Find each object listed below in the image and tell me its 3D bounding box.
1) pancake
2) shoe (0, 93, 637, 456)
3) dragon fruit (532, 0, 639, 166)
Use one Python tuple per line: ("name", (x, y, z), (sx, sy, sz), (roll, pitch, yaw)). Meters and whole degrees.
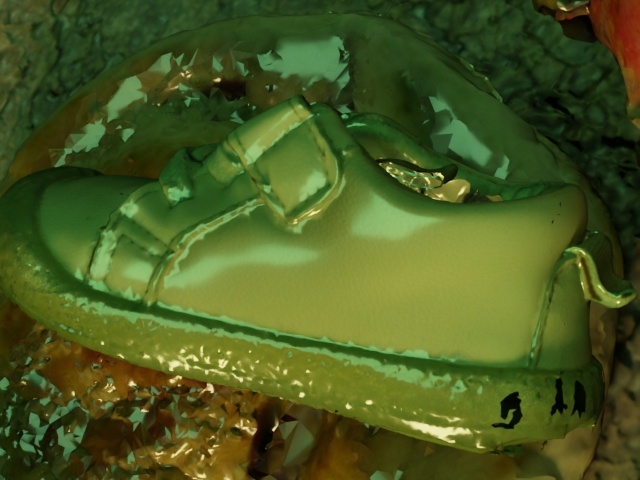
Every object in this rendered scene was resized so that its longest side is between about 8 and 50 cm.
("pancake", (-0.043, 0.064, 0.756), (0.387, 0.082, 0.387), (-7, 73, 24))
("shoe", (-0.002, 0.007, 0.645), (0.262, 0.140, 0.128), (19, 87, 20))
("dragon fruit", (0.200, -0.137, 0.585), (0.250, 0.291, 0.269), (38, 92, 27))
